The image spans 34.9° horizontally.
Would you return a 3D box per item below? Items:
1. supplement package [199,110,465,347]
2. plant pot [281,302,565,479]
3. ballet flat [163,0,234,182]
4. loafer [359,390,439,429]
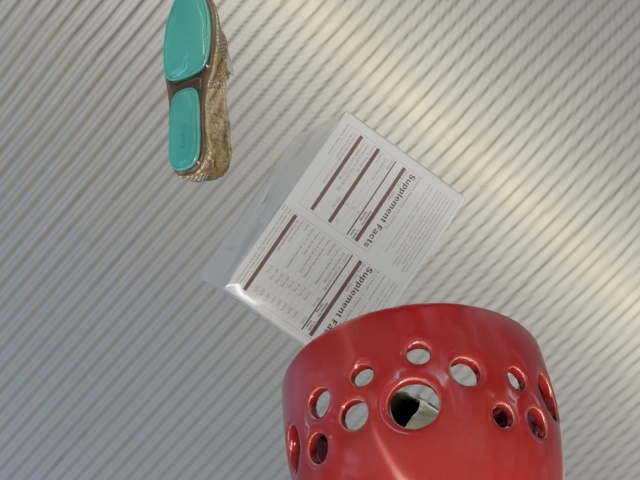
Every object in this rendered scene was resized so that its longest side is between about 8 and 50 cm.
[{"bbox_3d":[0.000,0.000,1.055,0.145,0.262,0.204,36,84,-10],"label":"supplement package"},{"bbox_3d":[0.071,0.161,0.681,0.191,0.174,0.191,-2,138,-2],"label":"plant pot"},{"bbox_3d":[-0.121,-0.155,1.040,0.073,0.067,0.206,-7,75,32],"label":"ballet flat"},{"bbox_3d":[0.089,0.206,1.084,0.092,0.268,0.102,39,73,-9],"label":"loafer"}]
